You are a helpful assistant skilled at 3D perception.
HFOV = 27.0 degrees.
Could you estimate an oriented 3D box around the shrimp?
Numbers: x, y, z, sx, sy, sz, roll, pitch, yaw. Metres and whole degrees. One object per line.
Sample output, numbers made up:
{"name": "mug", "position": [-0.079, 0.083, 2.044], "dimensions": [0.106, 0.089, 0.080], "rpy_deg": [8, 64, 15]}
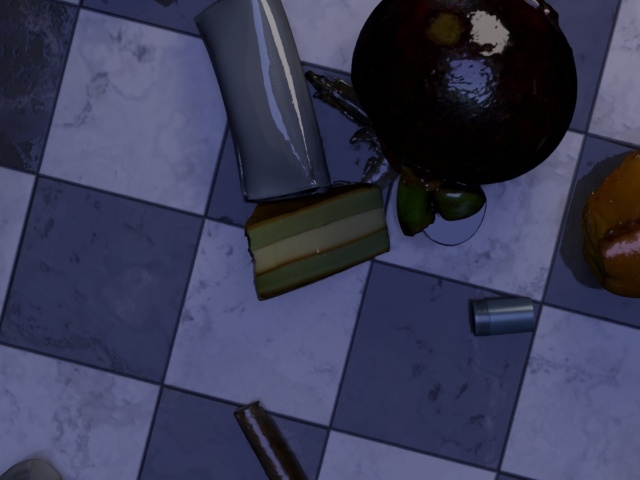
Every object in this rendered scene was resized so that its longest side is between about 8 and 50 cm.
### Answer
{"name": "shrimp", "position": [0.030, -0.144, 1.900], "dimensions": [0.195, 0.035, 0.147], "rpy_deg": [36, 94, -1]}

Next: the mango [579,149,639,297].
{"name": "mango", "position": [0.504, -0.056, 1.817], "dimensions": [0.350, 0.201, 0.199], "rpy_deg": [-29, 110, -9]}

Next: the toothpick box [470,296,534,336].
{"name": "toothpick box", "position": [0.257, 0.108, 1.885], "dimensions": [0.083, 0.052, 0.052], "rpy_deg": [-4, 91, 0]}

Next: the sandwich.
{"name": "sandwich", "position": [0.000, 0.000, 1.837], "dimensions": [0.187, 0.144, 0.117], "rpy_deg": [-9, 108, 4]}

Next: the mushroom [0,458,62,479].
{"name": "mushroom", "position": [-0.462, 0.408, 1.899], "dimensions": [0.223, 0.081, 0.092], "rpy_deg": [-47, 69, 5]}

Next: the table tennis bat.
{"name": "table tennis bat", "position": [0.196, -0.069, 1.904], "dimensions": [0.095, 0.014, 0.158], "rpy_deg": [20, 93, 2]}

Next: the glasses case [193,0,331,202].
{"name": "glasses case", "position": [-0.079, -0.200, 1.872], "dimensions": [0.128, 0.083, 0.308], "rpy_deg": [-16, 85, 13]}

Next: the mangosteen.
{"name": "mangosteen", "position": [0.168, -0.187, 1.765], "dimensions": [0.306, 0.306, 0.359], "rpy_deg": [41, 104, 1]}

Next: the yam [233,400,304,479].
{"name": "yam", "position": [-0.043, 0.350, 1.901], "dimensions": [0.046, 0.046, 0.264], "rpy_deg": [-29, 89, 2]}
